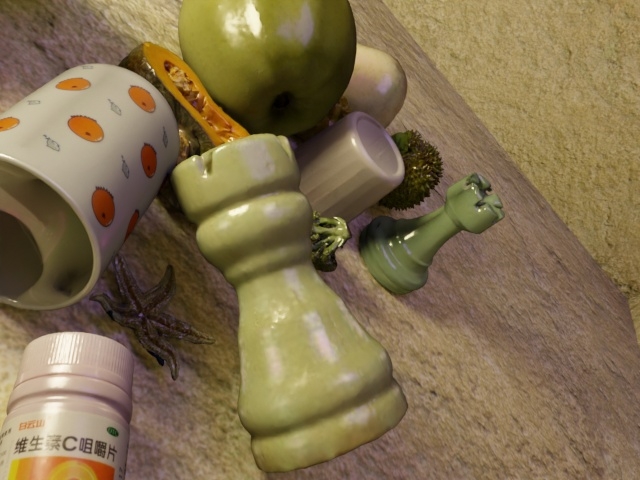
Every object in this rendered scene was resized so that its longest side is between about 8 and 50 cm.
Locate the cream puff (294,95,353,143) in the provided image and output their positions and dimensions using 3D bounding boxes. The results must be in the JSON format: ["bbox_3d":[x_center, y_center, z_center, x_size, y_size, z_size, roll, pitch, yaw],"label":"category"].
[{"bbox_3d":[-0.004,-0.295,1.524,0.121,0.156,0.156,7,55,-53],"label":"cream puff"}]

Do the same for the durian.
[{"bbox_3d":[0.204,-0.168,1.631,0.176,0.200,0.237,43,26,2],"label":"durian"}]

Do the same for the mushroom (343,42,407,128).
[{"bbox_3d":[0.095,-0.366,1.672,0.234,0.254,0.260,76,4,-61],"label":"mushroom"}]

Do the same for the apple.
[{"bbox_3d":[-0.099,-0.373,1.284,0.357,0.357,0.357,34,37,-31],"label":"apple"}]

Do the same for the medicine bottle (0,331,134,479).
[{"bbox_3d":[-0.267,0.232,0.680,0.133,0.133,0.249,31,38,-34],"label":"medicine bottle"}]

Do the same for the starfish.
[{"bbox_3d":[-0.238,0.088,0.930,0.208,0.053,0.176,49,31,-16],"label":"starfish"}]

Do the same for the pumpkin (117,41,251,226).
[{"bbox_3d":[-0.228,-0.168,1.092,0.317,0.139,0.222,51,23,-13],"label":"pumpkin"}]

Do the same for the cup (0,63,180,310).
[{"bbox_3d":[-0.314,-0.091,0.845,0.212,0.212,0.317,44,32,-18],"label":"cup"}]

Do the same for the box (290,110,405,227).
[{"bbox_3d":[0.033,-0.163,1.389,0.291,0.206,0.262,32,37,-37],"label":"box"}]

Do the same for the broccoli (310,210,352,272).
[{"bbox_3d":[0.000,0.000,1.275,0.130,0.120,0.131,-102,167,-44],"label":"broccoli"}]

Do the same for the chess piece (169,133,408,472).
[{"bbox_3d":[-0.058,0.078,0.938,0.234,0.234,0.442,-22,91,-58],"label":"chess piece"}]

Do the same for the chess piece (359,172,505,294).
[{"bbox_3d":[0.253,-0.024,1.465,0.195,0.299,0.194,34,37,-30],"label":"chess piece"}]
